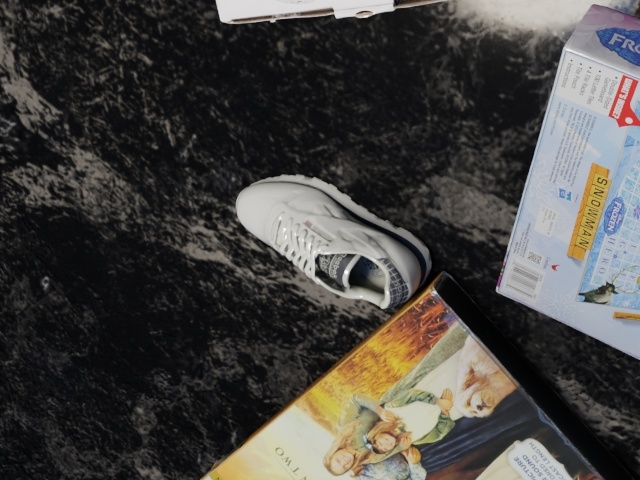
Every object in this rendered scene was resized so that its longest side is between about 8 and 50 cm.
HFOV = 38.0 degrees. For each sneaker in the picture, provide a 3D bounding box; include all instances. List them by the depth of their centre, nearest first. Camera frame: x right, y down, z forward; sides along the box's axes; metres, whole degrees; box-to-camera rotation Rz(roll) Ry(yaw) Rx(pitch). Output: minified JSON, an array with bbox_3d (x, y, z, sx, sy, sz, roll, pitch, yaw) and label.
[{"bbox_3d":[0.000,0.000,0.998,0.235,0.095,0.090,22,123,22],"label":"sneaker"}]

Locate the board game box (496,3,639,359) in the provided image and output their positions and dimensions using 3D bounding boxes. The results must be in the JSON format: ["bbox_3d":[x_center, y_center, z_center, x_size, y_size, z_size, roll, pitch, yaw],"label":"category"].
[{"bbox_3d":[0.321,0.002,0.751,0.317,0.066,0.319,27,148,17],"label":"board game box"}]

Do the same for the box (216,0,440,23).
[{"bbox_3d":[0.072,-0.263,0.745,0.261,0.231,0.127,2,113,31],"label":"box"}]

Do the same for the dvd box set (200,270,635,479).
[{"bbox_3d":[0.090,0.276,1.058,0.308,0.062,0.420,49,119,3],"label":"dvd box set"}]
